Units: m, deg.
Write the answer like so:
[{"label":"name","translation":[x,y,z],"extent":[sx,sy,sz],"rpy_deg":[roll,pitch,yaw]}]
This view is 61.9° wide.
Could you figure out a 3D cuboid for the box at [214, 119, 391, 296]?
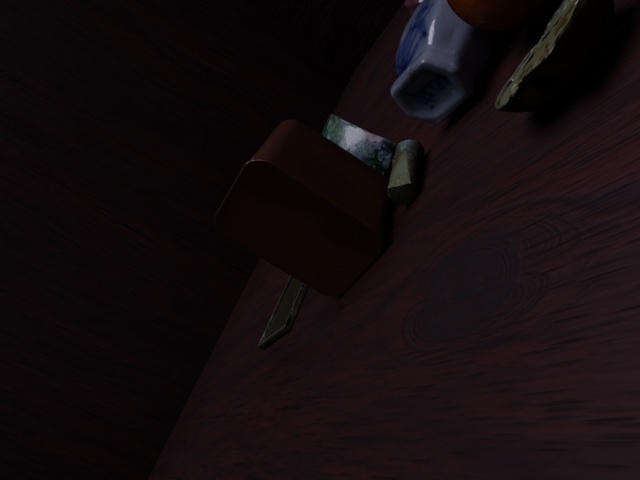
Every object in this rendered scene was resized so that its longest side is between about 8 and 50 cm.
[{"label":"box","translation":[-0.023,-0.083,1.225],"extent":[0.239,0.339,0.229],"rpy_deg":[-51,11,40]}]

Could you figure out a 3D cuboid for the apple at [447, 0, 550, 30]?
[{"label":"apple","translation":[0.344,-0.511,0.940],"extent":[0.272,0.206,0.251],"rpy_deg":[-49,-7,-25]}]

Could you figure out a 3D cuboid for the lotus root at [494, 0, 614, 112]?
[{"label":"lotus root","translation":[0.334,-0.253,0.738],"extent":[0.203,0.078,0.183],"rpy_deg":[-56,-1,0]}]

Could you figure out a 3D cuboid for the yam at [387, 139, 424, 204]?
[{"label":"yam","translation":[0.186,-0.153,1.162],"extent":[0.068,0.068,0.169],"rpy_deg":[-50,15,43]}]

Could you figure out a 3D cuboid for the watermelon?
[{"label":"watermelon","translation":[0.125,-0.188,1.459],"extent":[0.320,0.214,0.289],"rpy_deg":[20,116,43]}]

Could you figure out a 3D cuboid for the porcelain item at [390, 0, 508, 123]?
[{"label":"porcelain item","translation":[0.297,-0.462,1.179],"extent":[0.242,0.179,0.405],"rpy_deg":[-38,27,62]}]

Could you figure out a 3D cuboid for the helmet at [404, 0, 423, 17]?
[{"label":"helmet","translation":[0.372,-0.726,1.495],"extent":[0.338,0.197,0.271],"rpy_deg":[-55,9,31]}]

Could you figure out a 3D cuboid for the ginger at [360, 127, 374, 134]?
[{"label":"ginger","translation":[0.086,-0.193,1.636],"extent":[0.309,0.107,0.133],"rpy_deg":[-59,24,26]}]

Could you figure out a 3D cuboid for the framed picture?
[{"label":"framed picture","translation":[-0.087,0.167,1.690],"extent":[0.247,0.022,0.335],"rpy_deg":[-43,20,55]}]
